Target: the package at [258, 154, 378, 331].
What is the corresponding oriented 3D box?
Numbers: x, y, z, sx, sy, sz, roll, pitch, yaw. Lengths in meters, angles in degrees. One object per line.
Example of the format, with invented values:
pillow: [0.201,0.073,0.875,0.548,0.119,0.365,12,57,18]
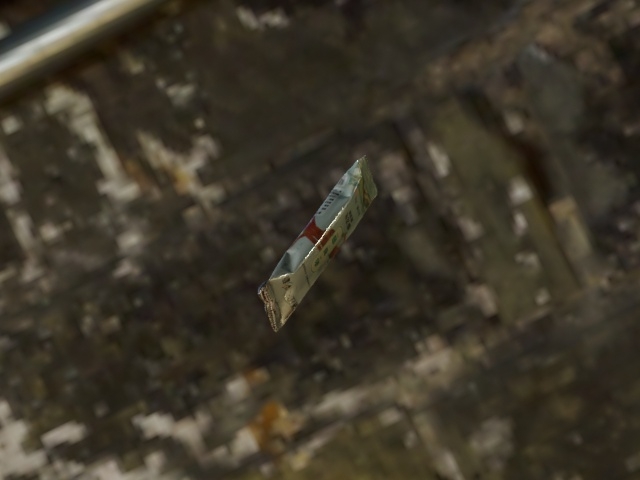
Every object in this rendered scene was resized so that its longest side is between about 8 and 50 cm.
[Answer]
package: [0.000,0.000,1.044,0.110,0.015,0.037,-54,-31,-30]
